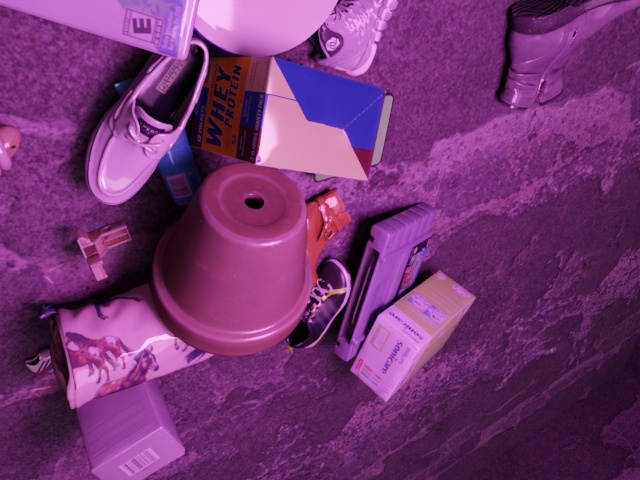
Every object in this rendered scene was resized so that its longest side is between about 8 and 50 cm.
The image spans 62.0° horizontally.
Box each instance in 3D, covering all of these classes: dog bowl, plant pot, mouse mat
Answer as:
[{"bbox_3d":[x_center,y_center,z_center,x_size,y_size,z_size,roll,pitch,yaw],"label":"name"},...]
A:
[{"bbox_3d":[-0.094,-0.383,0.691,0.265,0.104,0.264,-20,132,-24],"label":"dog bowl"},{"bbox_3d":[-0.117,0.009,0.805,0.263,0.263,0.229,-14,150,-29],"label":"plant pot"},{"bbox_3d":[0.064,-0.195,1.007,0.190,0.007,0.152,-22,134,-38],"label":"mouse mat"}]

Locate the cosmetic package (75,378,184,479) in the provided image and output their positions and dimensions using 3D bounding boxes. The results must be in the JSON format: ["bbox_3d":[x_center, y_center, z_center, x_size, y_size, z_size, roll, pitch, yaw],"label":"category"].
[{"bbox_3d":[-0.345,0.291,0.930,0.127,0.238,0.107,-30,133,-11],"label":"cosmetic package"}]

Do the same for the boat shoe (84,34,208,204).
[{"bbox_3d":[-0.234,-0.161,0.729,0.096,0.088,0.267,35,93,-30],"label":"boat shoe"}]

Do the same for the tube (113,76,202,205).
[{"bbox_3d":[-0.233,-0.151,0.811,0.080,0.052,0.207,-28,129,-20],"label":"tube"}]

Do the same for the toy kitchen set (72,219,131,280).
[{"bbox_3d":[-0.332,0.001,0.824,0.075,0.083,0.068,-24,134,-21],"label":"toy kitchen set"}]

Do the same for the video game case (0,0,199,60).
[{"bbox_3d":[-0.249,-0.387,0.531,0.300,0.036,0.328,14,116,-14],"label":"video game case"}]

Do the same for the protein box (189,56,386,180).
[{"bbox_3d":[-0.053,-0.180,0.788,0.200,0.201,0.135,2,103,-39],"label":"protein box"}]

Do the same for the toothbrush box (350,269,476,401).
[{"bbox_3d":[0.228,0.226,1.301,0.283,0.122,0.206,-29,149,-44],"label":"toothbrush box"}]

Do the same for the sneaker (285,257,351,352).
[{"bbox_3d":[-0.009,0.150,1.162,0.097,0.084,0.234,-8,124,-56],"label":"sneaker"}]

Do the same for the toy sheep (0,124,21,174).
[{"bbox_3d":[-0.439,-0.109,0.659,0.132,0.091,0.091,-29,135,-24],"label":"toy sheep"}]

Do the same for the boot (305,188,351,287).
[{"bbox_3d":[0.000,0.000,1.087,0.152,0.073,0.197,-37,140,-14],"label":"boot"}]

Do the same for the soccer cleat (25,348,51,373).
[{"bbox_3d":[-0.465,0.197,0.918,0.083,0.029,0.035,-32,140,-7],"label":"soccer cleat"}]

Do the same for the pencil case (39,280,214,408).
[{"bbox_3d":[-0.248,0.128,0.923,0.411,0.183,0.159,-18,136,-29],"label":"pencil case"}]

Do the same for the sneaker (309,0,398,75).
[{"bbox_3d":[0.045,-0.372,0.822,0.132,0.086,0.228,-3,124,-33],"label":"sneaker"}]

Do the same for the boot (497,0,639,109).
[{"bbox_3d":[0.530,-0.423,1.144,0.338,0.118,0.222,-19,136,-10],"label":"boot"}]

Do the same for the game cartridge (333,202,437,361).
[{"bbox_3d":[0.154,0.096,1.239,0.230,0.068,0.354,-20,134,-45],"label":"game cartridge"}]
